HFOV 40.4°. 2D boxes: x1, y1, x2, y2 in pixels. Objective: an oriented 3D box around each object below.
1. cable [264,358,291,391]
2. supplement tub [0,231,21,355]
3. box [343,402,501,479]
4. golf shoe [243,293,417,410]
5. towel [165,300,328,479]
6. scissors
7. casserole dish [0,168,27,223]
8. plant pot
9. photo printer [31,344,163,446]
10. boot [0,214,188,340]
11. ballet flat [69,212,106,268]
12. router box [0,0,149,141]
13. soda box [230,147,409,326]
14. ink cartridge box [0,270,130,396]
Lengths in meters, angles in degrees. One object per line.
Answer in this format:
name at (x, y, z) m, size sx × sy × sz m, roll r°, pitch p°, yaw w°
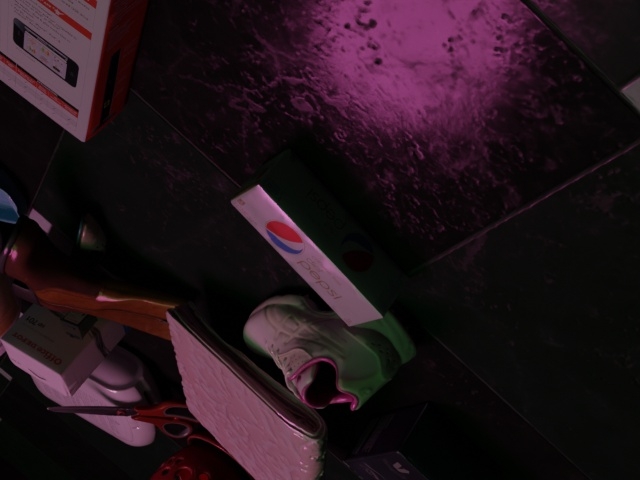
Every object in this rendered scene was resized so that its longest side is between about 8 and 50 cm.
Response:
cable at (-0.065, 0.241, 1.406) m, size 0.139 × 0.072 × 0.287 m, roll 36°, pitch 143°, yaw 27°
supplement tub at (-0.697, 0.087, 1.647) m, size 0.228 × 0.228 × 0.316 m, roll 29°, pitch 146°, yaw 13°
box at (0.146, 0.329, 1.262) m, size 0.156 × 0.093 × 0.158 m, roll 44°, pitch 148°, yaw -9°
golf shoe at (-0.019, 0.149, 1.159) m, size 0.306 × 0.140 × 0.115 m, roll -4°, pitch 129°, yaw 49°
towel at (-0.109, 0.276, 1.362) m, size 0.317 × 0.053 × 0.332 m, roll 39°, pitch 151°, yaw 25°
scissors at (-0.357, 0.318, 1.651) m, size 0.297 × 0.021 × 0.109 m, roll 19°, pitch 128°, yaw -26°
casserole dish at (-0.570, -0.087, 1.489) m, size 0.188 × 0.037 × 0.114 m, roll 10°, pitch 138°, yaw 38°
plant pot at (-0.241, 0.501, 1.771) m, size 0.191 × 0.174 × 0.191 m, roll 24°, pitch 145°, yaw 19°
photo printer at (-0.457, 0.289, 1.778) m, size 0.307 × 0.107 × 0.256 m, roll 24°, pitch 144°, yaw 20°
boot at (-0.346, 0.074, 1.353) m, size 0.280 × 0.096 × 0.264 m, roll 18°, pitch 147°, yaw -1°
ballet flat at (-0.370, 0.002, 1.407) m, size 0.052 × 0.057 × 0.168 m, roll 14°, pitch 155°, yaw -16°
router box at (-0.351, -0.307, 0.962) m, size 0.335 × 0.082 × 0.301 m, roll 38°, pitch 147°, yaw 0°
soda box at (0.000, 0.000, 1.018) m, size 0.216 × 0.069 × 0.074 m, roll 47°, pitch 146°, yaw -14°
ink cartridge box at (-0.429, 0.151, 1.504) m, size 0.139 × 0.191 × 0.082 m, roll 26°, pitch 146°, yaw 18°
